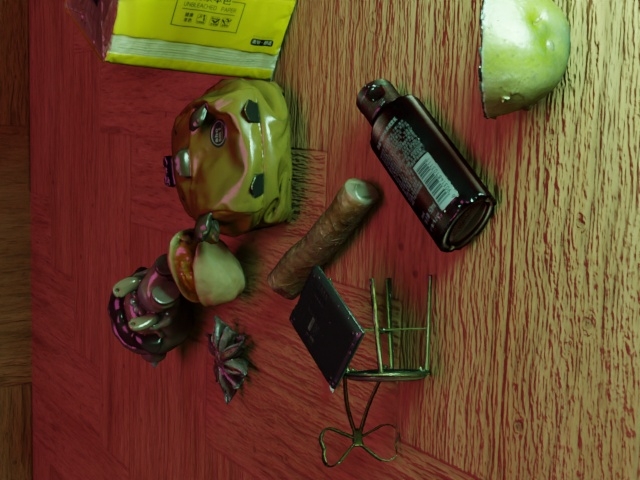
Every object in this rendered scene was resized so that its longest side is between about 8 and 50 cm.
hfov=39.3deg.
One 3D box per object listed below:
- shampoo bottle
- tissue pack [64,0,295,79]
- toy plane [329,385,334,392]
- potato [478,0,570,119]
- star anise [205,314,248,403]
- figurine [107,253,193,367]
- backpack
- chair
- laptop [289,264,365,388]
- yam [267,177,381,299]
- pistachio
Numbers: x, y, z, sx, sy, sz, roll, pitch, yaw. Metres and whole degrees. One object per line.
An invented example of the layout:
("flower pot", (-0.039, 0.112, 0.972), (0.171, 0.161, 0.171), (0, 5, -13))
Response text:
("shampoo bottle", (0.159, -0.136, 1.458), (0.323, 0.084, 0.129), (59, 136, 36))
("tissue pack", (-0.288, -0.488, 1.833), (0.293, 0.381, 0.228), (50, 129, 42))
("toy plane", (0.024, 0.253, 1.743), (0.078, 0.024, 0.085), (-3, 97, 56))
("potato", (0.282, -0.269, 1.230), (0.117, 0.182, 0.202), (2, 74, 20))
("star anise", (-0.214, 0.272, 2.071), (0.195, 0.065, 0.182), (44, 132, 41))
("figurine", (-0.404, 0.152, 2.190), (0.248, 0.203, 0.380), (66, 156, 14))
("backpack", (-0.202, -0.164, 1.893), (0.378, 0.201, 0.354), (-12, 81, 56))
("chair", (0.104, 0.222, 1.511), (0.170, 0.159, 0.326), (-8, 82, 57))
("laptop", (0.007, 0.144, 1.512), (0.180, 0.016, 0.129), (53, 130, 42))
("yam", (0.000, 0.000, 1.715), (0.357, 0.081, 0.081), (-51, 52, 44))
("pistachio", (-0.252, 0.060, 1.983), (0.157, 0.157, 0.229), (60, 180, 34))
